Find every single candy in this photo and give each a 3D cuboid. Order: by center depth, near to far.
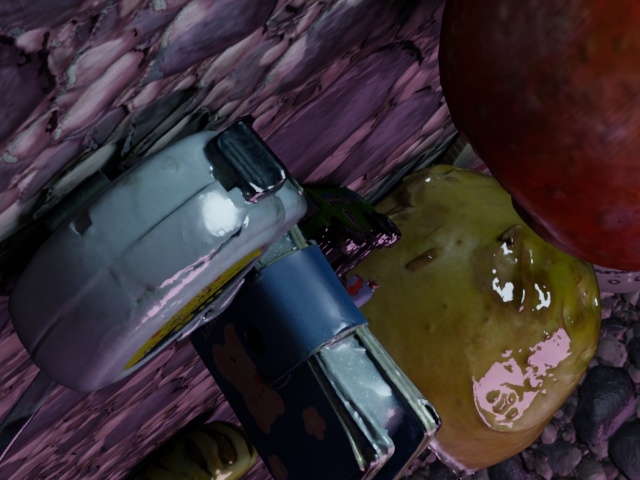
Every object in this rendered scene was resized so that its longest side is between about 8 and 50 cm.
[{"bbox_3d":[0.020,0.038,1.296,0.030,0.020,0.083,-44,171,26],"label":"candy"}]

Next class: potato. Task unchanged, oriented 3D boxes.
[{"bbox_3d":[0.144,0.059,1.589,0.196,0.246,0.300,-28,169,8],"label":"potato"}]

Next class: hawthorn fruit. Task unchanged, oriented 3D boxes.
[{"bbox_3d":[0.199,-0.116,1.020,0.284,0.284,0.284,-40,171,-7],"label":"hawthorn fruit"}]

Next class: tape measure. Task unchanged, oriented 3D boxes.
[{"bbox_3d":[-0.147,0.064,0.923,0.330,0.084,0.164,-42,169,-2],"label":"tape measure"}]

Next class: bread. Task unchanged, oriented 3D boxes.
[{"bbox_3d":[-0.130,0.235,1.876,0.139,0.071,0.130,-41,168,12],"label":"bread"}]

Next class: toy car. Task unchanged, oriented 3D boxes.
[{"bbox_3d":[0.000,0.000,1.306,0.071,0.062,0.165,-44,171,13],"label":"toy car"}]

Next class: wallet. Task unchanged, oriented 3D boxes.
[{"bbox_3d":[-0.025,0.058,1.047,0.059,0.202,0.141,-22,161,-33],"label":"wallet"}]

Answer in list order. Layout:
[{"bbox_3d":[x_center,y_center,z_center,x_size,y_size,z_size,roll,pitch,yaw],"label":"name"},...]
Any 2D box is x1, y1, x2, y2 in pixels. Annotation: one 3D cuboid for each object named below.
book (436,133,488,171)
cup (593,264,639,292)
[{"bbox_3d":[0.175,-0.116,1.605,0.162,0.022,0.232,-32,169,-29],"label":"book"},{"bbox_3d":[0.277,-0.046,1.995,0.258,0.186,0.234,-14,165,9],"label":"cup"}]
